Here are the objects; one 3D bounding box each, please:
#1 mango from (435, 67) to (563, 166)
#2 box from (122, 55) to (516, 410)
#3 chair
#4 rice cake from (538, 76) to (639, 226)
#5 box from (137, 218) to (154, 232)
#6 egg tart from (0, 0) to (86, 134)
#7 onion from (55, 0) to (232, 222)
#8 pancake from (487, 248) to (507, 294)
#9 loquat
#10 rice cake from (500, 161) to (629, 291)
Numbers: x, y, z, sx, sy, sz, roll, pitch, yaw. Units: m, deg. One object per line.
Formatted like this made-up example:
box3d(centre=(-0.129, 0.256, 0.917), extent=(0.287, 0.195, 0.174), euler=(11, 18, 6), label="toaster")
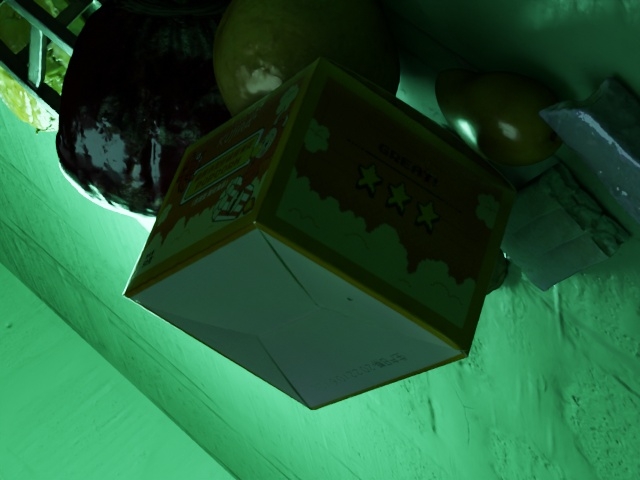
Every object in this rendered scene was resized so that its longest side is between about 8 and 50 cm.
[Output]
box3d(centre=(0.173, -0.124, 1.737), extent=(0.102, 0.085, 0.184), euler=(51, 166, -29), label="mango")
box3d(centre=(0.000, 0.000, 1.753), extent=(0.259, 0.214, 0.283), euler=(34, 148, -20), label="box")
box3d(centre=(-0.427, -0.389, 2.330), extent=(0.416, 0.203, 0.240), euler=(40, 161, 5), label="chair")
box3d(centre=(0.362, 0.002, 1.589), extent=(0.399, 0.064, 0.070), euler=(47, 151, 7), label="rice cake")
box3d(centre=(-0.171, -0.085, 2.421), extent=(0.328, 0.178, 0.253), euler=(42, 158, 20), label="box")
box3d(centre=(-0.436, -0.278, 2.713), extent=(0.341, 0.132, 0.341), euler=(42, 158, 22), label="egg tart")
box3d(centre=(-0.141, -0.162, 2.064), extent=(0.260, 0.336, 0.282), euler=(10, 103, 17), label="onion")
box3d(centre=(0.128, -0.016, 2.086), extent=(0.242, 0.050, 0.242), euler=(43, 161, 19), label="pancake")
box3d(centre=(-0.014, -0.193, 1.863), extent=(0.208, 0.208, 0.208), euler=(42, 159, 20), label="loquat")
box3d(centre=(0.243, -0.009, 1.867), extent=(0.124, 0.038, 0.211), euler=(48, 161, 5), label="rice cake")
